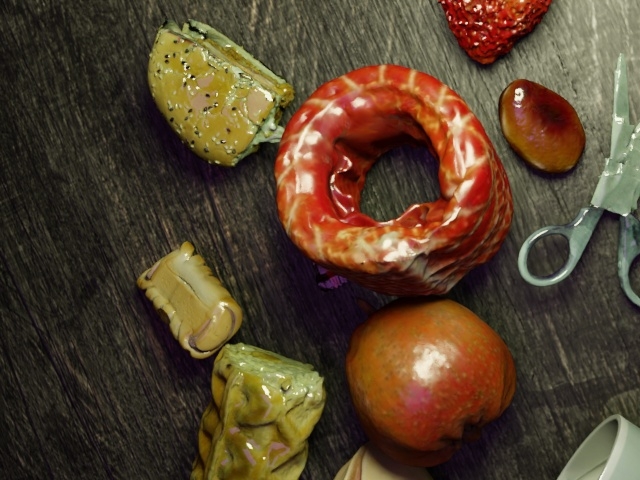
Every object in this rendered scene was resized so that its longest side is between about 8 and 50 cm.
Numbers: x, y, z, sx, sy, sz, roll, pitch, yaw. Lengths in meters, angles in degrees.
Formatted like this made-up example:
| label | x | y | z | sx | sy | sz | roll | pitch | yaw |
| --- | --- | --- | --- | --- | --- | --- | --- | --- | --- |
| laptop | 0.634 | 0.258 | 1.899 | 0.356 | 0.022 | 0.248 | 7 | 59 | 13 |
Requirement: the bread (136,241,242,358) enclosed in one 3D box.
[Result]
| label | x | y | z | sx | sy | sz | roll | pitch | yaw |
| --- | --- | --- | --- | --- | --- | --- | --- | --- | --- |
| bread | -0.239 | 0.106 | 1.536 | 0.134 | 0.081 | 0.225 | -45 | 60 | 8 |

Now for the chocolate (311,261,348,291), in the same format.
| label | x | y | z | sx | sy | sz | roll | pitch | yaw |
| --- | --- | --- | --- | --- | --- | --- | --- | --- | --- |
| chocolate | 0.000 | 0.000 | 1.492 | 0.086 | 0.028 | 0.183 | -22 | 88 | 17 |

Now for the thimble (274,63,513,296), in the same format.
| label | x | y | z | sx | sy | sz | roll | pitch | yaw |
| --- | --- | --- | --- | --- | --- | --- | --- | --- | --- |
| thimble | 0.110 | -0.084 | 1.288 | 0.350 | 0.230 | 0.350 | -7 | 71 | 22 |

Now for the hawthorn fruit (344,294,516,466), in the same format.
| label | x | y | z | sx | sy | sz | roll | pitch | yaw |
| --- | --- | --- | --- | --- | --- | --- | --- | --- | --- |
| hawthorn fruit | 0.157 | 0.201 | 1.353 | 0.277 | 0.277 | 0.298 | -47 | 70 | 17 |

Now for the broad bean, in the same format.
| label | x | y | z | sx | sy | sz | roll | pitch | yaw |
| --- | --- | --- | --- | --- | --- | --- | --- | --- | --- |
| broad bean | 0.350 | -0.181 | 1.327 | 0.165 | 0.084 | 0.114 | 40 | 106 | 1 |

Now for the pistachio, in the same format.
| label | x | y | z | sx | sy | sz | roll | pitch | yaw |
| --- | --- | --- | --- | --- | --- | --- | --- | --- | --- |
| pistachio | 0.095 | 0.488 | 1.400 | 0.229 | 0.309 | 0.230 | 9 | 131 | 10 |

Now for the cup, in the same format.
| label | x | y | z | sx | sy | sz | roll | pitch | yaw |
| --- | --- | --- | --- | --- | --- | --- | --- | --- | --- |
| cup | 0.484 | 0.462 | 1.219 | 0.274 | 0.356 | 0.260 | 32 | 114 | 10 |

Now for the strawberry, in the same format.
| label | x | y | z | sx | sy | sz | roll | pitch | yaw |
| --- | --- | --- | --- | --- | --- | --- | --- | --- | --- |
| strawberry | 0.264 | -0.375 | 1.289 | 0.186 | 0.184 | 0.202 | 16 | 123 | 8 |

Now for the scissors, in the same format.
| label | x | y | z | sx | sy | sz | roll | pitch | yaw |
| --- | --- | --- | --- | --- | --- | --- | --- | --- | --- |
| scissors | 0.463 | -0.093 | 1.302 | 0.255 | 0.029 | 0.384 | 10 | 97 | -3 |

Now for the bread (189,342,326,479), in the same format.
| label | x | y | z | sx | sy | sz | roll | pitch | yaw |
| --- | --- | --- | --- | --- | --- | --- | --- | --- | --- |
| bread | -0.114 | 0.329 | 1.483 | 0.238 | 0.196 | 0.252 | 11 | 97 | 16 |

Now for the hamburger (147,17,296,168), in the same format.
| label | x | y | z | sx | sy | sz | roll | pitch | yaw |
| --- | --- | --- | --- | --- | --- | --- | --- | --- | --- |
| hamburger | -0.181 | -0.246 | 1.447 | 0.288 | 0.167 | 0.192 | 34 | 104 | 11 |
